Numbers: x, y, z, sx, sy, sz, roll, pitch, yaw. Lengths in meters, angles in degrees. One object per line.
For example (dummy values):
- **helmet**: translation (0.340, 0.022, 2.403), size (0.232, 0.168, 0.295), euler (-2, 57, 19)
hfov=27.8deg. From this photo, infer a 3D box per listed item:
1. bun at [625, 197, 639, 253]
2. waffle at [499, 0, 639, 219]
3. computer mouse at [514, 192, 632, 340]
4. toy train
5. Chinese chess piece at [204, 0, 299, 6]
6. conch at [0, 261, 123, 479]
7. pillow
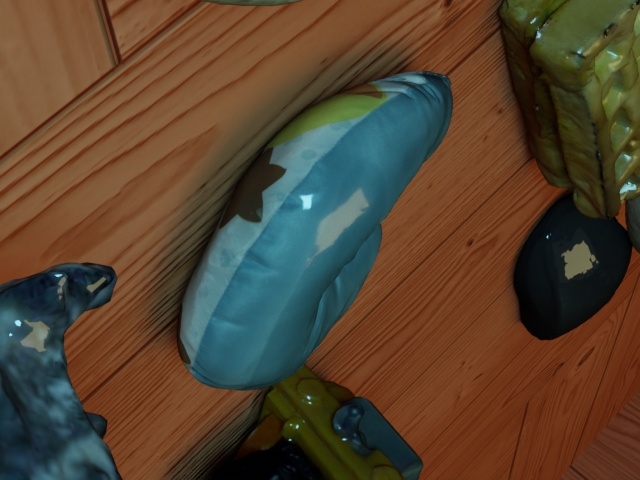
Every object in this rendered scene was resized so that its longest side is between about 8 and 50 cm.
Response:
- **bun**: translation (0.441, -0.078, 1.323), size (0.281, 0.205, 0.281), euler (-38, 137, -47)
- **waffle**: translation (0.252, -0.163, 1.029), size (0.224, 0.098, 0.327), euler (-50, 154, -6)
- **computer mouse**: translation (0.284, 0.039, 1.419), size (0.137, 0.086, 0.269), euler (-48, 159, -7)
- **toy train**: translation (-0.040, 0.278, 1.082), size (0.232, 0.163, 0.369), euler (-22, 146, -35)
- **Chinese chess piece**: translation (0.014, -0.228, 0.355), size (0.338, 0.140, 0.338), euler (-45, 167, -13)
- **conch**: translation (-0.182, 0.119, 0.451), size (0.241, 0.186, 0.313), euler (36, 68, -28)
- **pillow**: translation (0.000, 0.000, 0.817), size (0.214, 0.086, 0.233), euler (-32, 154, -49)
